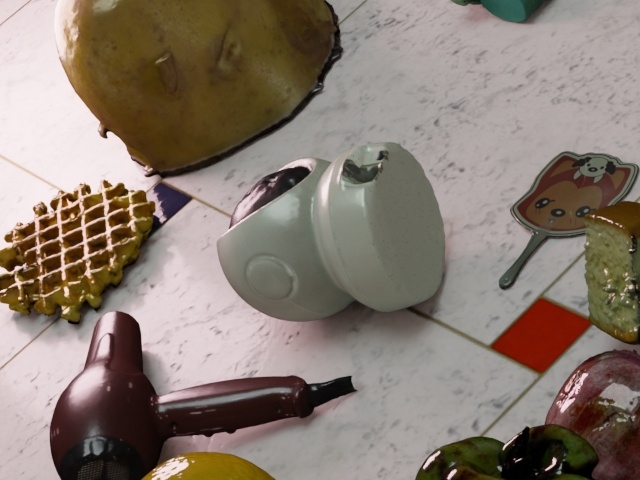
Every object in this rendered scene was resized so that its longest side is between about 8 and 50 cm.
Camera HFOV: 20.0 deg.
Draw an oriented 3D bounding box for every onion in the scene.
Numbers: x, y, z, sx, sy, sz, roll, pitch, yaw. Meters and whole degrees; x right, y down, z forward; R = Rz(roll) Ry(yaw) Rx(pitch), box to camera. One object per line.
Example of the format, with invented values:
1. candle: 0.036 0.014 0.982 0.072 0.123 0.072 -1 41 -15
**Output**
1. onion: 0.270 0.199 1.658 0.195 0.159 0.159 -59 36 11

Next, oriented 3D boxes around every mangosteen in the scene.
1. mangosteen: 0.176 0.276 1.542 0.243 0.243 0.243 -18 38 15

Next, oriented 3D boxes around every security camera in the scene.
1. security camera: 0.000 0.000 2.036 0.236 0.194 0.194 -12 39 31

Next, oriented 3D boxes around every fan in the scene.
1. fan: 0.261 -0.025 2.030 0.132 0.009 0.220 14 54 44

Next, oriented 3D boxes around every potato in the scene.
1. potato: -0.171 -0.300 2.420 0.397 0.296 0.290 -46 41 -19

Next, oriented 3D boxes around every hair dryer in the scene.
1. hair dryer: -0.125 0.162 2.019 0.341 0.123 0.312 -10 28 8

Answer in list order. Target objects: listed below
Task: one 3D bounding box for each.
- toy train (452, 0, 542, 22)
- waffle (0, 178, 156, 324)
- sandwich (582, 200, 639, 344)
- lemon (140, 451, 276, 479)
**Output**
1. toy train: 0.278 -0.387 2.387 0.159 0.101 0.248 26 64 34
2. waffle: -0.320 0.009 2.348 0.229 0.051 0.231 12 52 43
3. sandwich: 0.383 0.011 1.790 0.236 0.122 0.128 -15 15 -15
4. lemon: -0.100 0.299 1.738 0.187 0.187 0.244 -40 41 -14
